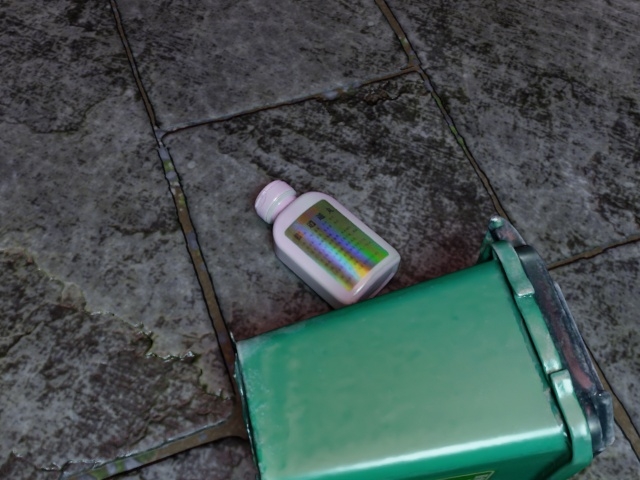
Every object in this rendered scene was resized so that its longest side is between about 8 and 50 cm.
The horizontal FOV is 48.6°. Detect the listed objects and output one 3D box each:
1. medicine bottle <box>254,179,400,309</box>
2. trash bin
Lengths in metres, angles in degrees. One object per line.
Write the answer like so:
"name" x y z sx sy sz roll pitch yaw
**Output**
"medicine bottle" 0.000 0.000 1.017 0.219 0.078 0.115 41 68 19
"trash bin" 0.099 0.165 0.828 0.381 0.259 0.295 -11 61 -6
